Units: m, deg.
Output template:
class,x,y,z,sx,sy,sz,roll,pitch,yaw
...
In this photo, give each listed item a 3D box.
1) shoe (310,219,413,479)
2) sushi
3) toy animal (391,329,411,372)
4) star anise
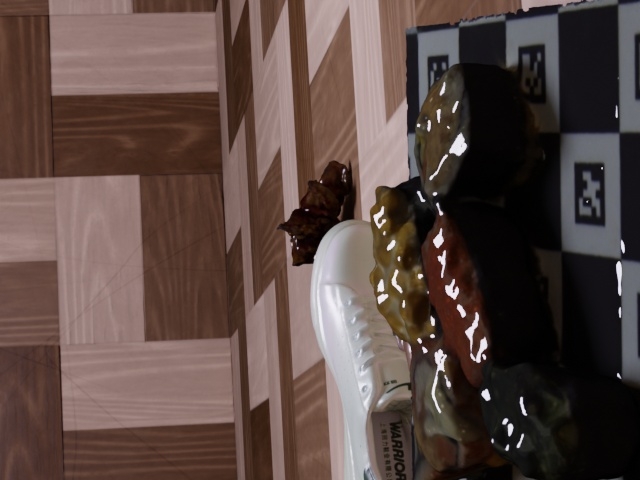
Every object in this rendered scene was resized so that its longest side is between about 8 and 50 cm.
class,x,y,z,sx,sy,sz,roll,pitch,yaw
shoe,0.057,0.105,1.369,0.110,0.095,0.265,141,122,-73
sushi,0.090,0.045,0.918,0.359,0.064,0.343,-170,78,-69
toy animal,0.098,0.070,1.113,0.083,0.089,0.150,-61,9,6
star anise,0.000,0.000,1.831,0.190,0.070,0.097,96,-164,-52
